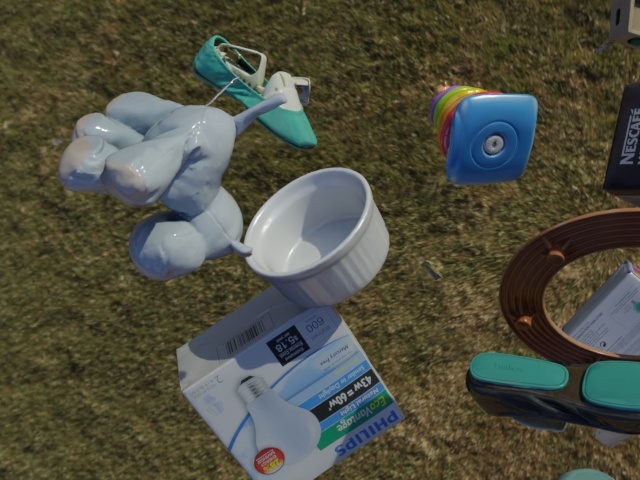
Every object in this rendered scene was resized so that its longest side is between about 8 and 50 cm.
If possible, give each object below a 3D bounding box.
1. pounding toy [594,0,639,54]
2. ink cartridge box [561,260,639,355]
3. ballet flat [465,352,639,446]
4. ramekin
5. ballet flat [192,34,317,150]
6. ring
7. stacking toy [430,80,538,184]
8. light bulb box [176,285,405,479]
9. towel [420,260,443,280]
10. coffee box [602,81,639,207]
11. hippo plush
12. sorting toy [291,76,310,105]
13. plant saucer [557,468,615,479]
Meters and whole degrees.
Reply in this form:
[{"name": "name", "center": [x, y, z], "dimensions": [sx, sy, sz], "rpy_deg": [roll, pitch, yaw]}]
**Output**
[{"name": "pounding toy", "center": [0.794, -0.547, 1.726], "dimensions": [0.130, 0.100, 0.141], "rpy_deg": [8, 85, -17]}, {"name": "ink cartridge box", "center": [0.874, 0.282, 1.751], "dimensions": [0.395, 0.151, 0.270], "rpy_deg": [39, 114, 10]}, {"name": "ballet flat", "center": [0.322, 0.197, 0.834], "dimensions": [0.281, 0.095, 0.096], "rpy_deg": [3, 124, 35]}, {"name": "ramekin", "center": [0.000, 0.000, 1.320], "dimensions": [0.277, 0.135, 0.277], "rpy_deg": [-21, 41, 19]}, {"name": "ballet flat", "center": [-0.095, -0.239, 1.043], "dimensions": [0.247, 0.083, 0.087], "rpy_deg": [38, 120, 13]}, {"name": "ring", "center": [0.398, 0.090, 0.851], "dimensions": [0.337, 0.032, 0.336], "rpy_deg": [12, 138, 11]}, {"name": "stacking toy", "center": [0.282, -0.247, 1.328], "dimensions": [0.166, 0.301, 0.175], "rpy_deg": [-4, 122, -11]}, {"name": "light bulb box", "center": [-0.069, 0.317, 1.495], "dimensions": [0.358, 0.225, 0.361], "rpy_deg": [-34, 111, -2]}, {"name": "towel", "center": [0.277, 0.076, 1.681], "dimensions": [0.060, 0.083, 0.009], "rpy_deg": [44, 83, 4]}, {"name": "coffee box", "center": [0.552, -0.126, 0.885], "dimensions": [0.297, 0.119, 0.168], "rpy_deg": [7, 83, 54]}, {"name": "hippo plush", "center": [-0.215, -0.080, 0.986], "dimensions": [0.234, 0.294, 0.236], "rpy_deg": [29, 141, 39]}, {"name": "sorting toy", "center": [-0.061, -0.404, 1.833], "dimensions": [0.083, 0.045, 0.075], "rpy_deg": [8, 124, 15]}, {"name": "plant saucer", "center": [0.447, 0.410, 1.095], "dimensions": [0.119, 0.119, 0.021], "rpy_deg": [13, 117, 23]}]
